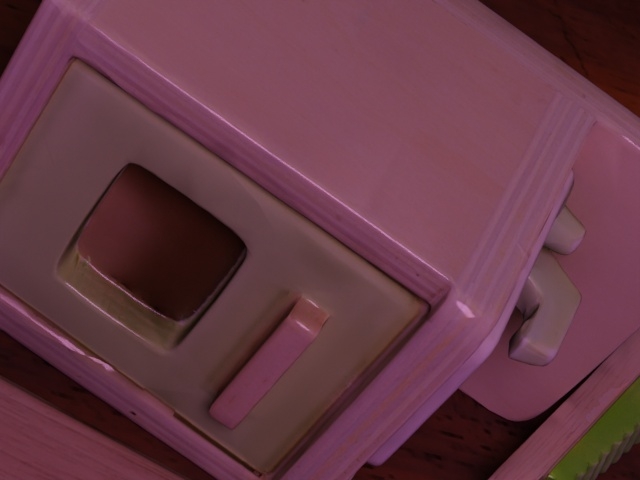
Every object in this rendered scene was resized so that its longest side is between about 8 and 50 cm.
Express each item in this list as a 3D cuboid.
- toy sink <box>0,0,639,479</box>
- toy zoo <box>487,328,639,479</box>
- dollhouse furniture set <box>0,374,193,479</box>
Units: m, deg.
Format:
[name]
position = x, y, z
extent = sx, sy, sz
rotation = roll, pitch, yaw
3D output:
[toy sink]
position = 0.000, 0.000, 0.673
extent = 0.234, 0.153, 0.131
rotation = 36, 45, -5
[toy zoo]
position = 0.224, 0.137, 0.739
extent = 0.293, 0.030, 0.192
rotation = 36, 44, 18
[dollhouse furniture set]
position = -0.170, 0.189, 0.387
extent = 0.303, 0.174, 0.355
rotation = 28, 50, 3
